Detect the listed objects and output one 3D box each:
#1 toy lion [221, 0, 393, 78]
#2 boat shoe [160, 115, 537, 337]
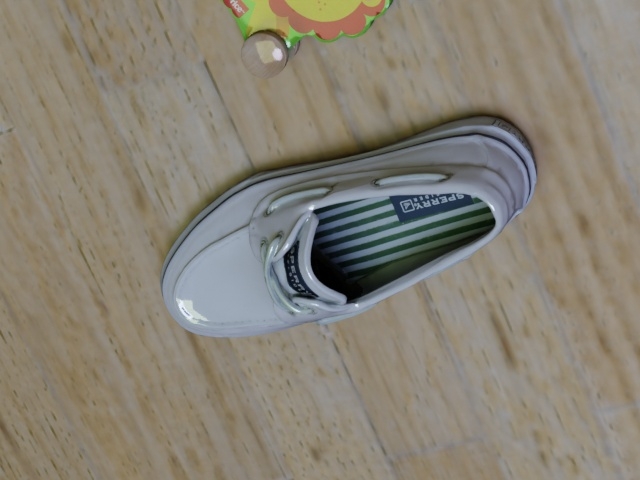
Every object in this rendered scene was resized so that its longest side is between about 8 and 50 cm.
[{"bbox_3d":[-0.016,-0.135,0.768,0.096,0.034,0.100,-41,97,23],"label":"toy lion"},{"bbox_3d":[0.000,0.000,0.801,0.226,0.076,0.083,-27,104,28],"label":"boat shoe"}]
